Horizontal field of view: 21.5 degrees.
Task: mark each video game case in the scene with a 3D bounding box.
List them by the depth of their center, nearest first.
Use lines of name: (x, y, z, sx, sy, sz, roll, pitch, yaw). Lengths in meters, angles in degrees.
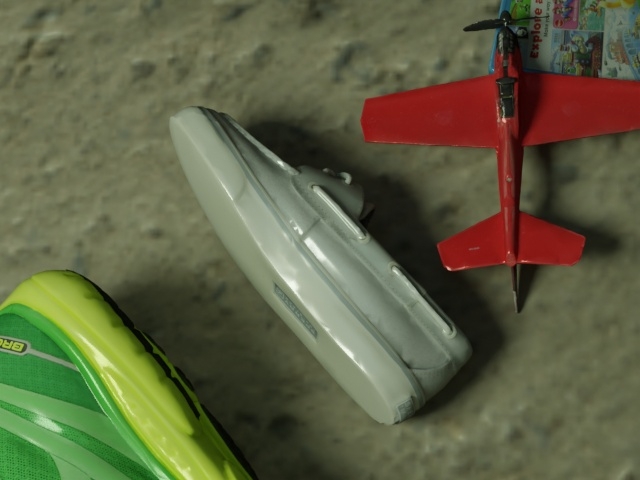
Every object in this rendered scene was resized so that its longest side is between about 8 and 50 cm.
video game case: (0.177, -0.123, 0.850, 0.166, 0.015, 0.119, 9, 70, 9)

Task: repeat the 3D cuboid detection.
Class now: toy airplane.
toy airplane: (0.089, -0.041, 0.811, 0.151, 0.028, 0.151, -3, 75, 10)

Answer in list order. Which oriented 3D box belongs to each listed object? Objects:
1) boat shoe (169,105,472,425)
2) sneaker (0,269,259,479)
boat shoe: (0.000, 0.000, 0.795, 0.063, 0.066, 0.184, -34, 68, -18)
sneaker: (-0.071, 0.149, 0.731, 0.123, 0.109, 0.295, -39, 64, 1)
